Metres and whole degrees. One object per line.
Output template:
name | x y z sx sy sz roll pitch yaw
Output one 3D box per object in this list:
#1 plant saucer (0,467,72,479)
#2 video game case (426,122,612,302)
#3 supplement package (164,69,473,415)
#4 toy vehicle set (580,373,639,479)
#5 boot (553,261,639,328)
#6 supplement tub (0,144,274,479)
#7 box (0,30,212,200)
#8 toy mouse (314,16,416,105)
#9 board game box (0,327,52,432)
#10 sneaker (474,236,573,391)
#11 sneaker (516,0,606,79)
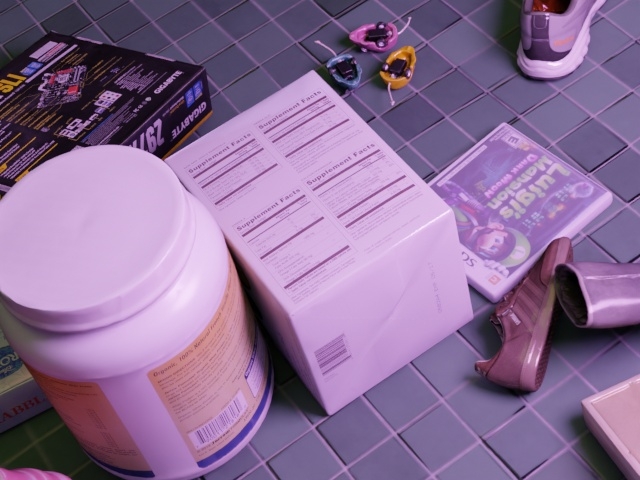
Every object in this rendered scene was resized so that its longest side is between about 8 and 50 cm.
plant saucer | -0.362 0.326 1.160 0.332 0.084 0.332 -31 22 14
video game case | 0.205 -0.037 1.449 0.190 0.022 0.173 -38 54 -17
supplement package | 0.000 0.000 1.355 0.198 0.199 0.263 -33 52 -11
toy vehicle set | 0.374 0.201 1.160 0.166 0.035 0.267 -23 33 -5
boot | 0.356 0.063 1.240 0.208 0.076 0.189 4 15 -16
supplement tub | -0.185 0.079 1.264 0.228 0.316 0.228 -6 51 8
box | -0.325 -0.134 1.572 0.257 0.079 0.322 14 43 25
toy mouse | 0.058 -0.234 1.632 0.143 0.031 0.161 13 57 22
board game box | -0.481 0.122 1.463 0.318 0.066 0.318 -26 51 -8
sneaker | 0.216 0.069 1.336 0.071 0.066 0.188 9 55 21
sneaker | 0.312 -0.328 1.597 0.100 0.108 0.272 6 53 20
